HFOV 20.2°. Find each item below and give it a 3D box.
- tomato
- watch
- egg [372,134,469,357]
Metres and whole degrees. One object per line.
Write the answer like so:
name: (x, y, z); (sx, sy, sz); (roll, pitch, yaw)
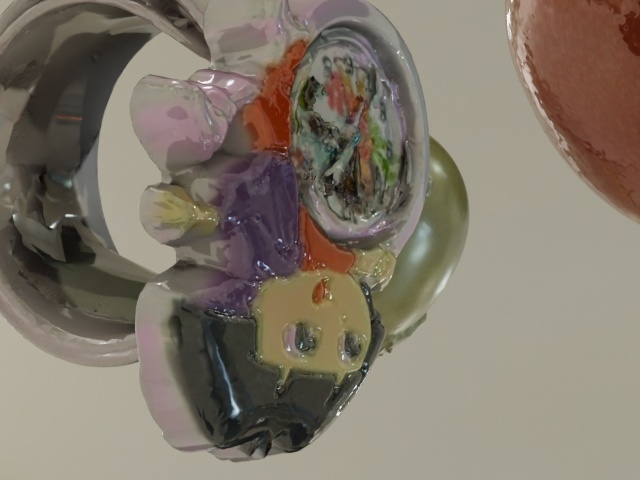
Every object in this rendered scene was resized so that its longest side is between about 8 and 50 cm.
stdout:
tomato: (0.309, -0.164, 1.290); (0.341, 0.273, 0.341); (-11, -60, -19)
watch: (-0.085, -0.018, 0.902); (0.231, 0.196, 0.244); (1, -90, 34)
egg: (0.002, 0.000, 1.119); (0.201, 0.164, 0.164); (-29, -58, 36)
